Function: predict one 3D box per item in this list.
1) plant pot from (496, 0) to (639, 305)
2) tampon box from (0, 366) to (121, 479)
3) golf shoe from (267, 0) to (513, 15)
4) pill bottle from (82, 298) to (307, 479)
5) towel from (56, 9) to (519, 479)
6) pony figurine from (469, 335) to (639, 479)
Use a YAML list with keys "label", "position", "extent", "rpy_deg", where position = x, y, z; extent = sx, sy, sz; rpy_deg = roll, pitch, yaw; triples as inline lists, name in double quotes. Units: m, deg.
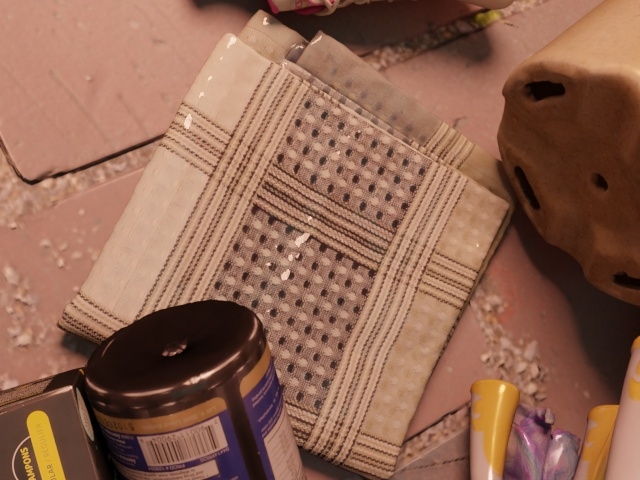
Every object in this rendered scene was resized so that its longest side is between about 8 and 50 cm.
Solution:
- label: "plant pot"
  position: [0.330, -0.111, 0.566]
  extent: [0.305, 0.334, 0.333]
  rpy_deg: [-31, 94, -11]
- label: "tampon box"
  position: [-0.193, 0.160, 0.464]
  extent: [0.101, 0.161, 0.120]
  rpy_deg: [-17, 90, -17]
- label: "golf shoe"
  position: [0.025, -0.243, 0.603]
  extent: [0.306, 0.115, 0.140]
  rpy_deg: [18, 88, -6]
- label: "pill bottle"
  position: [-0.075, 0.164, 0.494]
  extent: [0.123, 0.123, 0.219]
  rpy_deg: [-19, 112, -17]
- label: "towel"
  position: [0.000, 0.000, 0.591]
  extent: [0.312, 0.056, 0.324]
  rpy_deg: [30, 77, -11]
- label: "pony figurine"
  position: [0.150, 0.275, 0.489]
  extent: [0.303, 0.351, 0.363]
  rpy_deg: [29, 58, -16]
